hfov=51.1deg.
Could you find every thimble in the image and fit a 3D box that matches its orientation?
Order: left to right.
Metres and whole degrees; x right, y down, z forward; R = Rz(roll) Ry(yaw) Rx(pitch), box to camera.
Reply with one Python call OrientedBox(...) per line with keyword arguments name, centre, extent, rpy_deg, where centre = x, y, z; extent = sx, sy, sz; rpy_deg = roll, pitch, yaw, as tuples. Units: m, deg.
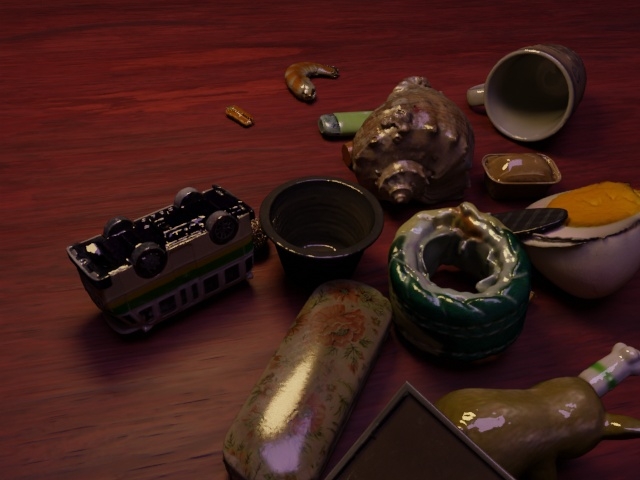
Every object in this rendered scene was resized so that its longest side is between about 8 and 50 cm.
OrientedBox(name="thimble", centre=(0.251, 0.070, 1.221), extent=(0.253, 0.167, 0.288), rpy_deg=(4, 46, 11))

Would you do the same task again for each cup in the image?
OrientedBox(name="cup", centre=(0.539, -0.393, 1.735), extent=(0.300, 0.228, 0.257), rpy_deg=(2, 23, 37))

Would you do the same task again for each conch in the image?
OrientedBox(name="conch", centre=(0.230, -0.225, 1.469), extent=(0.296, 0.210, 0.353), rpy_deg=(23, 74, -18))

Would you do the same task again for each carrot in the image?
OrientedBox(name="carrot", centre=(0.161, -0.228, 1.589), extent=(0.225, 0.067, 0.067), rpy_deg=(-16, 50, -19))

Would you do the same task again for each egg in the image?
OrientedBox(name="egg", centre=(0.535, 0.004, 1.342), extent=(0.264, 0.174, 0.286), rpy_deg=(-8, 25, 25))

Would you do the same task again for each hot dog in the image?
OrientedBox(name="hot dog", centre=(-0.200, -0.306, 1.653), extent=(0.083, 0.021, 0.037), rpy_deg=(37, 63, 25))

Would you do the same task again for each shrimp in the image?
OrientedBox(name="shrimp", centre=(-0.011, -0.424, 1.780), extent=(0.165, 0.049, 0.161), rpy_deg=(-8, 46, -25))

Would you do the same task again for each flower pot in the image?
OrientedBox(name="flower pot", centre=(0.000, 0.000, 1.289), extent=(0.235, 0.148, 0.235), rpy_deg=(2, 44, -2))

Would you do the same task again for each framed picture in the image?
OrientedBox(name="framed picture", centre=(0.103, 0.372, 0.916), extent=(0.213, 0.016, 0.289), rpy_deg=(40, 90, 27))

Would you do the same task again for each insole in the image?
OrientedBox(name="insole", centre=(0.340, -0.038, 1.355), extent=(0.309, 0.012, 0.110), rpy_deg=(-1, 30, 38))

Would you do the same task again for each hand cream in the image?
OrientedBox(name="hand cream", centre=(0.081, -0.288, 1.655), extent=(0.174, 0.046, 0.095), rpy_deg=(-5, 46, -21))

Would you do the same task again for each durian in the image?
OrientedBox(name="durian", centre=(-0.137, -0.015, 1.335), extent=(0.080, 0.080, 0.091), rpy_deg=(24, 67, 16))

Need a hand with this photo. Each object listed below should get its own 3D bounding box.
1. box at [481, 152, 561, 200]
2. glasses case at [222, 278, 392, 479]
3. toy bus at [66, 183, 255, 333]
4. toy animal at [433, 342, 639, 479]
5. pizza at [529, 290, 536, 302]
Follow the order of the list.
OrientedBox(name="box", centre=(0.454, -0.152, 1.527), extent=(0.177, 0.111, 0.111), rpy_deg=(-3, 46, -10))
OrientedBox(name="glasses case", centre=(-0.009, 0.227, 1.102), extent=(0.156, 0.098, 0.425), rpy_deg=(18, 46, 17))
OrientedBox(name="toy bus", centre=(-0.272, 0.038, 1.198), extent=(0.305, 0.179, 0.143), rpy_deg=(-27, 40, -30))
OrientedBox(name="toy animal", centre=(0.341, 0.289, 1.025), extent=(0.362, 0.181, 0.181), rpy_deg=(-7, 46, -12))
OrientedBox(name="pizza", centre=(0.353, 0.103, 1.320), extent=(0.122, 0.026, 0.109), rpy_deg=(-15, 47, -18))
